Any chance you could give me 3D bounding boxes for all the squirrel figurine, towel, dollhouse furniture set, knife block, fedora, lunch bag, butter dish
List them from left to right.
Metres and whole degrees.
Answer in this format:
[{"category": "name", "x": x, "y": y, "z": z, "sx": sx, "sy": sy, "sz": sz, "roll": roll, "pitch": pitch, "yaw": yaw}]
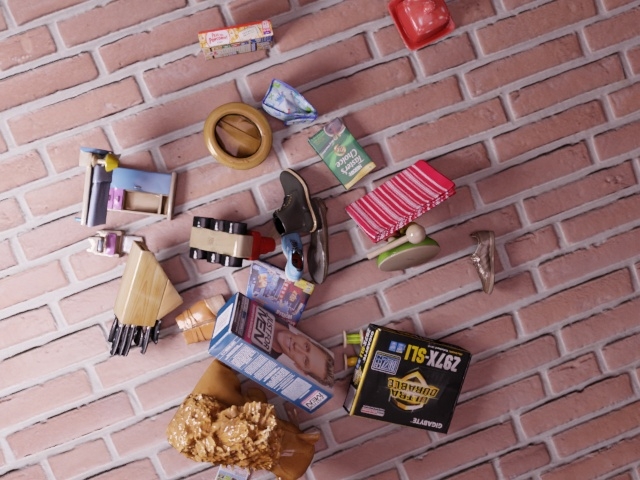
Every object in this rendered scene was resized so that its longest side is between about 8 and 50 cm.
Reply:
[{"category": "dollhouse furniture set", "x": -0.503, "y": -0.081, "z": 1.640, "sx": 0.198, "sy": 0.303, "sz": 0.286, "roll": 7, "pitch": 93, "yaw": -5}, {"category": "knife block", "x": -0.512, "y": 0.172, "z": 1.711, "sx": 0.242, "sy": 0.088, "sz": 0.275, "roll": -35, "pitch": 125, "yaw": -17}, {"category": "fedora", "x": -0.230, "y": -0.290, "z": 1.765, "sx": 0.194, "sy": 0.079, "sz": 0.194, "roll": -1, "pitch": 97, "yaw": -11}, {"category": "squirrel figurine", "x": -0.194, "y": 0.518, "z": 1.656, "sx": 0.370, "sy": 0.397, "sz": 0.281, "roll": 31, "pitch": 85, "yaw": 3}, {"category": "lunch bag", "x": -0.082, "y": -0.369, "z": 1.749, "sx": 0.151, "sy": 0.129, "sz": 0.096, "roll": 23, "pitch": 92, "yaw": -8}, {"category": "towel", "x": 0.221, "y": -0.117, "z": 1.769, "sx": 0.275, "sy": 0.199, "sz": 0.031, "roll": -32, "pitch": 129, "yaw": -3}, {"category": "butter dish", "x": 0.294, "y": -0.642, "z": 1.774, "sx": 0.160, "sy": 0.118, "sz": 0.160, "roll": -28, "pitch": 95, "yaw": -4}]

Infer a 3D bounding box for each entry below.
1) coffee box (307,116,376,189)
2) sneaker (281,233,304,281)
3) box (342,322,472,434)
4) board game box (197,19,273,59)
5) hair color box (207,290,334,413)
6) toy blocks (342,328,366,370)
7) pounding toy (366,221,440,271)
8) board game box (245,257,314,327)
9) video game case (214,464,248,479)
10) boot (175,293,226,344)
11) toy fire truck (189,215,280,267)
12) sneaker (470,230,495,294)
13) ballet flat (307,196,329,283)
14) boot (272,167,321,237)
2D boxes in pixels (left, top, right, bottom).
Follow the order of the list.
[{"category": "coffee box", "x": 0.062, "y": -0.249, "z": 1.813, "sx": 0.113, "sy": 0.040, "sz": 0.184, "roll": -38, "pitch": 96, "yaw": -2}, {"category": "sneaker", "x": -0.067, "y": 0.032, "z": 1.779, "sx": 0.063, "sy": 0.073, "sz": 0.162, "roll": 1, "pitch": 62, "yaw": -21}, {"category": "box", "x": 0.252, "y": 0.400, "z": 1.816, "sx": 0.322, "sy": 0.079, "sz": 0.257, "roll": 17, "pitch": 90, "yaw": -19}, {"category": "board game box", "x": -0.227, "y": -0.543, "z": 1.718, "sx": 0.194, "sy": 0.147, "sz": 0.045, "roll": -12, "pitch": 94, "yaw": -5}, {"category": "hair color box", "x": -0.123, "y": 0.304, "z": 1.713, "sx": 0.347, "sy": 0.174, "sz": 0.105, "roll": 36, "pitch": 117, "yaw": -20}, {"category": "toy blocks", "x": 0.141, "y": 0.318, "z": 1.846, "sx": 0.148, "sy": 0.054, "sz": 0.123, "roll": -1, "pitch": 94, "yaw": -5}, {"category": "pounding toy", "x": 0.227, "y": -0.001, "z": 1.771, "sx": 0.183, "sy": 0.237, "sz": 0.110, "roll": -21, "pitch": 69, "yaw": 15}, {"category": "board game box", "x": -0.144, "y": 0.172, "z": 1.809, "sx": 0.194, "sy": 0.060, "sz": 0.194, "roll": 25, "pitch": 92, "yaw": -6}, {"category": "video game case", "x": -0.260, "y": 0.693, "z": 1.852, "sx": 0.087, "sy": 0.011, "sz": 0.122, "roll": 22, "pitch": 91, "yaw": -7}, {"category": "boot", "x": -0.310, "y": 0.264, "z": 1.795, "sx": 0.152, "sy": 0.073, "sz": 0.197, "roll": -26, "pitch": 83, "yaw": -4}, {"category": "toy fire truck", "x": -0.208, "y": -0.015, "z": 1.751, "sx": 0.246, "sy": 0.217, "sz": 0.158, "roll": 4, "pitch": 93, "yaw": -47}, {"category": "sneaker", "x": 0.477, "y": 0.064, "z": 1.867, "sx": 0.071, "sy": 0.066, "sz": 0.188, "roll": 1, "pitch": 88, "yaw": 11}, {"category": "ballet flat", "x": 0.000, "y": 0.000, "z": 1.812, "sx": 0.058, "sy": 0.084, "sz": 0.249, "roll": -5, "pitch": 92, "yaw": -42}, {"category": "boot", "x": -0.093, "y": -0.106, "z": 1.742, "sx": 0.137, "sy": 0.077, "sz": 0.198, "roll": -15, "pitch": 68, "yaw": -41}]
